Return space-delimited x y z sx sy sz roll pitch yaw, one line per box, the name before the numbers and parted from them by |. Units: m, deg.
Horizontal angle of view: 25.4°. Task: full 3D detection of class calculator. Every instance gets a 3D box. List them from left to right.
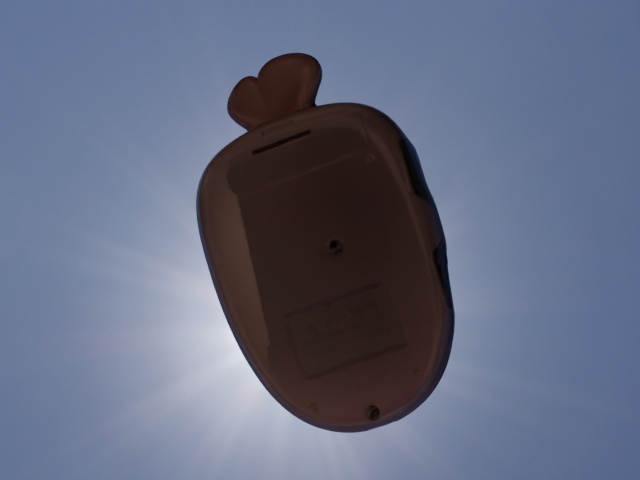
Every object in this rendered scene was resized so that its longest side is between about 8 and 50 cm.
calculator | 0.000 0.000 0.605 0.103 0.024 0.166 -20 -98 14
